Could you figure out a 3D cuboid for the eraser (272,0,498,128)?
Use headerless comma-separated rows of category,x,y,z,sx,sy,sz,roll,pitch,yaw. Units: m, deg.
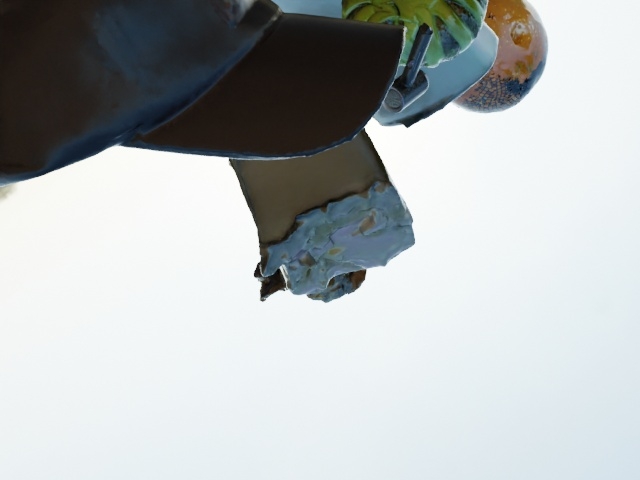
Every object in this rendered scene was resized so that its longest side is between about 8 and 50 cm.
eraser,0.045,-0.263,1.130,0.189,0.290,0.104,-19,-138,45

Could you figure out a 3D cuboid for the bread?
bread,0.087,-0.226,0.945,0.130,0.139,0.071,-66,161,-1

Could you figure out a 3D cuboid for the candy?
candy,-0.005,-0.052,1.161,0.185,0.137,0.195,-25,-125,-1

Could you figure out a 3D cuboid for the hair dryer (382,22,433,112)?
hair dryer,0.080,-0.152,0.843,0.047,0.026,0.083,-42,158,-41

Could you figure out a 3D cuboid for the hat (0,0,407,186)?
hat,-0.119,-0.167,0.642,0.336,0.208,0.238,-8,-153,8

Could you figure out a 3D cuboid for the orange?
orange,0.291,-0.341,1.730,0.234,0.234,0.182,-46,-169,-24

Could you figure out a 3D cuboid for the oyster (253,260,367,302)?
oyster,-0.001,-0.005,1.822,0.275,0.271,0.100,-14,151,-8
